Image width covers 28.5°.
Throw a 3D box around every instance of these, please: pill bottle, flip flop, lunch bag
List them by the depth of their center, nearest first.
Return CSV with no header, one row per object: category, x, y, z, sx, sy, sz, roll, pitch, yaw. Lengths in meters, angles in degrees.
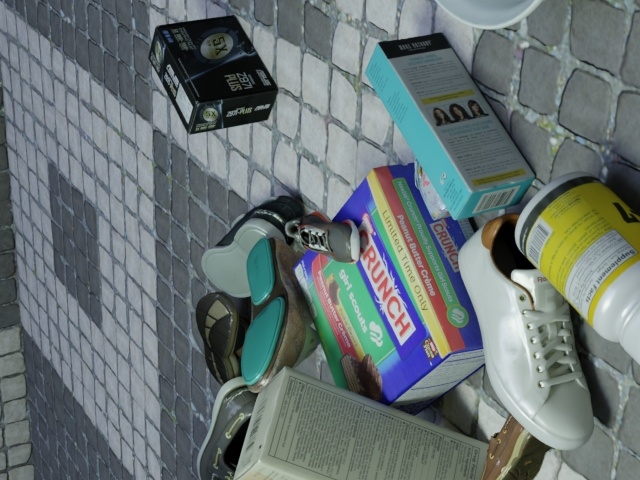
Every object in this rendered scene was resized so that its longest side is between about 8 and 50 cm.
pill bottle,0.311,0.032,1.330,0.208,0.119,0.119,52,143,38
lunch bag,0.163,-0.074,1.604,0.053,0.071,0.083,-45,64,52
flip flop,-0.165,0.183,2.321,0.112,0.080,0.277,46,155,33

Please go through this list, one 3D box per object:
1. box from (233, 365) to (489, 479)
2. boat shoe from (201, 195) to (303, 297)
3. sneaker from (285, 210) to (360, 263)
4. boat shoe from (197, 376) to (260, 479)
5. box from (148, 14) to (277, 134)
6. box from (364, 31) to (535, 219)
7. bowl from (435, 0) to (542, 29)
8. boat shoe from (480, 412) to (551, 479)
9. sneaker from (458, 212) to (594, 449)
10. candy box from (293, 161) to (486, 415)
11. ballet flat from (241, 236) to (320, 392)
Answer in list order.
box,0.058,0.301,1.691,0.121,0.311,0.148,130,160,-57
boat shoe,-0.111,0.012,2.129,0.114,0.091,0.302,44,150,-9
sneaker,0.000,0.000,1.692,0.158,0.064,0.061,19,113,63
boat shoe,-0.159,0.395,2.358,0.091,0.109,0.305,54,141,44
box,-0.177,-0.273,2.059,0.180,0.147,0.078,61,148,28
box,0.156,-0.145,1.555,0.244,0.100,0.060,62,149,26
bowl,0.212,-0.378,1.317,0.298,0.134,0.298,33,130,51
boat shoe,0.247,0.273,1.618,0.060,0.064,0.178,60,142,38
sneaker,0.250,0.101,1.482,0.290,0.105,0.123,67,153,20
candy box,0.104,0.081,1.724,0.317,0.122,0.268,-50,56,55
ballet flat,-0.050,0.115,1.870,0.107,0.106,0.316,-43,29,31
